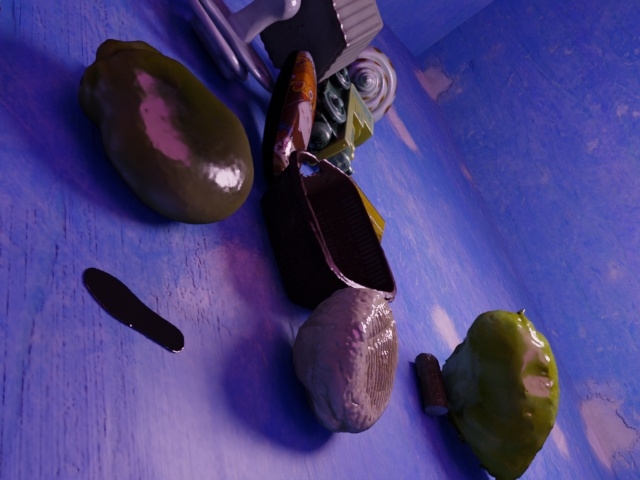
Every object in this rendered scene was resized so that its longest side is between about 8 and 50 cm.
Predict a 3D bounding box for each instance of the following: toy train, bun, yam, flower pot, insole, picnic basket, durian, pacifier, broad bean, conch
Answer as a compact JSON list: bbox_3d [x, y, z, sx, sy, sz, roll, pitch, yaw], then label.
[{"bbox_3d":[0.030,-0.283,1.503,0.237,0.150,0.368,52,25,-27],"label":"toy train"},{"bbox_3d":[0.033,0.182,0.936,0.220,0.135,0.220,3,90,-65],"label":"bun"},{"bbox_3d":[0.229,0.297,1.280,0.054,0.054,0.132,41,29,-34],"label":"yam"},{"bbox_3d":[-0.003,-0.486,1.378,0.240,0.209,0.189,23,40,18],"label":"flower pot"},{"bbox_3d":[-0.219,0.084,0.737,0.153,0.002,0.053,43,28,-30],"label":"insole"},{"bbox_3d":[0.000,0.000,1.105,0.223,0.129,0.296,22,41,-51],"label":"picnic basket"},{"bbox_3d":[0.367,0.313,1.280,0.256,0.339,0.204,35,16,23],"label":"durian"},{"bbox_3d":[-0.143,-0.447,1.247,0.287,0.226,0.238,55,9,1],"label":"pacifier"},{"bbox_3d":[-0.208,-0.147,0.872,0.291,0.119,0.237,44,36,-33],"label":"broad bean"},{"bbox_3d":[0.122,-0.449,1.816,0.368,0.197,0.249,-44,121,-60],"label":"conch"}]

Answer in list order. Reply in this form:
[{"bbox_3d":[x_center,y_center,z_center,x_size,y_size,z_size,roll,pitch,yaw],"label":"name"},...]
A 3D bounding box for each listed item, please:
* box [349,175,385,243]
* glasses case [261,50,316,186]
[{"bbox_3d":[0.078,-0.034,1.411,0.153,0.041,0.279,50,25,-14],"label":"box"},{"bbox_3d":[-0.059,-0.244,1.239,0.122,0.082,0.320,85,13,-57],"label":"glasses case"}]
